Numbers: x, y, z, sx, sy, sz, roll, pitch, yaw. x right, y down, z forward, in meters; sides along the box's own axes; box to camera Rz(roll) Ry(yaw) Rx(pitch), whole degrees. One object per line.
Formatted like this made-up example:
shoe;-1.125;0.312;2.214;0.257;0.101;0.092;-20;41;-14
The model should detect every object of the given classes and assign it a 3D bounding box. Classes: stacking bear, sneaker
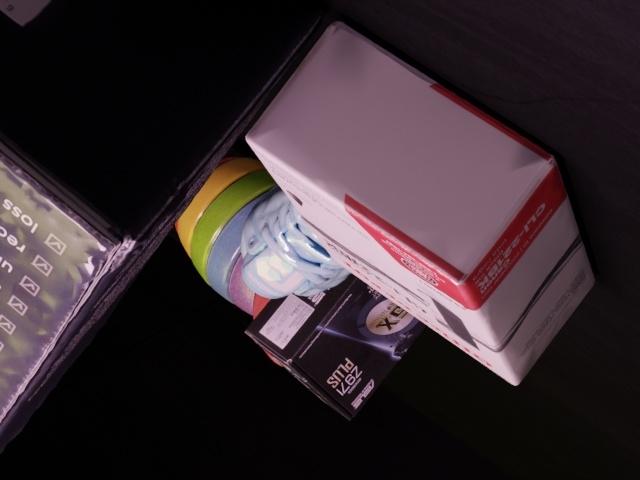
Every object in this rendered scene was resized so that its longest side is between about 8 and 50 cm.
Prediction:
stacking bear;-0.093;-0.024;2.178;0.289;0.175;0.164;43;178;30
sneaker;0.000;0.000;1.830;0.135;0.150;0.366;38;173;-4

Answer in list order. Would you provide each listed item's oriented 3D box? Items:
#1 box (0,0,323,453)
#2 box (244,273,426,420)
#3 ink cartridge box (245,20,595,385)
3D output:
box;-0.335;-0.109;1.444;0.480;0.297;0.472;39;139;-2
box;0.031;0.076;2.040;0.077;0.180;0.147;34;171;40
ink cartridge box;0.083;-0.020;1.421;0.197;0.114;0.273;35;173;22
